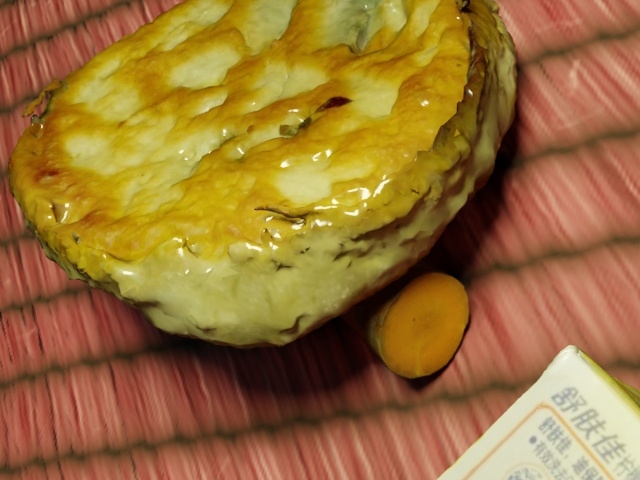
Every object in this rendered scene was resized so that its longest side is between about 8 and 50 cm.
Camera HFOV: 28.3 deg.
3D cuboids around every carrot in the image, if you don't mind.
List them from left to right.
[{"bbox_3d":[0.000,0.000,0.720,0.057,0.057,0.224,-54,39,2],"label":"carrot"}]

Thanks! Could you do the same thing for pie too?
[{"bbox_3d":[-0.026,-0.068,0.709,0.315,0.092,0.315,-19,38,15],"label":"pie"}]

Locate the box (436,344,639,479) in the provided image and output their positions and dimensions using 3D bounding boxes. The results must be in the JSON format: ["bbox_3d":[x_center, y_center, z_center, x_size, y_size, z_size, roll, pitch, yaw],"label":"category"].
[{"bbox_3d":[0.131,0.187,0.456,0.168,0.097,0.265,-48,45,9],"label":"box"}]
